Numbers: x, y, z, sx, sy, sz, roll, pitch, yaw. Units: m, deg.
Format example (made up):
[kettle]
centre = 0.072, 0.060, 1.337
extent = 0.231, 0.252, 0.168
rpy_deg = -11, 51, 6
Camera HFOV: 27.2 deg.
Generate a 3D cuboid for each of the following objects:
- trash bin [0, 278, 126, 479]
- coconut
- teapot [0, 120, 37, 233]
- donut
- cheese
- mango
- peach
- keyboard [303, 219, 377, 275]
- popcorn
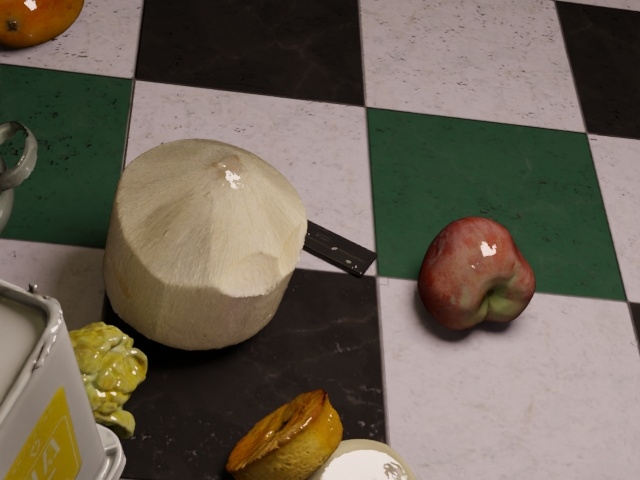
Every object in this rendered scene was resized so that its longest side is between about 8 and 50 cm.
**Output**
[trash bin]
centre = -0.365, 0.182, 1.262
extent = 0.296, 0.368, 0.256
rpy_deg = 23, 57, 9
[coconut]
centre = -0.141, -0.005, 1.588
extent = 0.237, 0.266, 0.237
rpy_deg = 13, 43, -13
[teapot]
centre = -0.473, -0.067, 1.617
extent = 0.294, 0.193, 0.129
rpy_deg = -20, 49, 16
[donut]
centre = -0.037, 0.229, 1.474
extent = 0.058, 0.152, 0.152
rpy_deg = 53, 48, -10
[cheese]
centre = 0.003, 0.304, 1.463
extent = 0.227, 0.064, 0.137
rpy_deg = -23, 54, -29
[mango]
centre = -0.432, -0.365, 1.976
extent = 0.151, 0.120, 0.221
rpy_deg = 29, 39, 17
[peach]
centre = 0.198, 0.045, 1.726
extent = 0.152, 0.152, 0.152
rpy_deg = 7, 45, -7
[keyboard]
centre = 0.000, 0.000, 1.796
extent = 0.155, 0.010, 0.053
rpy_deg = 27, 45, 14
[popcorn]
centre = -0.269, 0.154, 1.496
extent = 0.162, 0.135, 0.141
rpy_deg = 31, 55, 14
